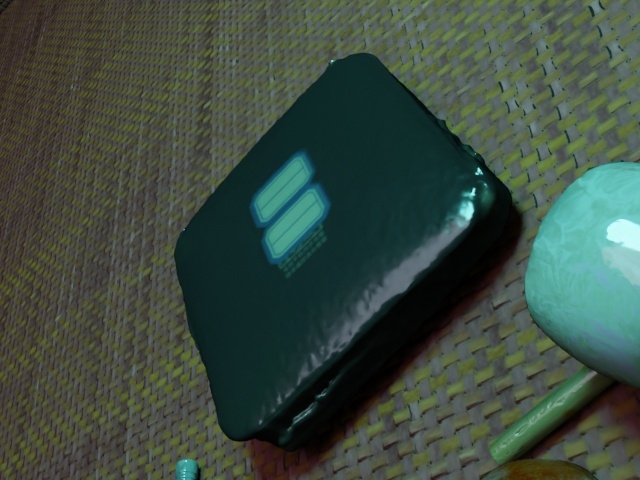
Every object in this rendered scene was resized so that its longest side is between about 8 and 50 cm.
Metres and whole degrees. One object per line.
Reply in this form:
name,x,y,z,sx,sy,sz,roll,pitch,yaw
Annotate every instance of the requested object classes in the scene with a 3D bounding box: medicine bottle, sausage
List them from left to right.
sausage,0.182,0.126,0.683,0.132,0.024,0.024,-45,38,17
medicine bottle,0.232,0.031,0.589,0.143,0.147,0.147,32,91,51

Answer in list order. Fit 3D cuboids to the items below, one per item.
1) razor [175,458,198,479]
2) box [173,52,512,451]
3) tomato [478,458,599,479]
razor,-0.140,0.327,0.904,0.106,0.068,0.232,-34,36,29
box,0.000,0.000,0.939,0.359,0.091,0.350,-48,38,14
tomato,0.133,0.223,0.633,0.155,0.069,0.155,-31,44,35
